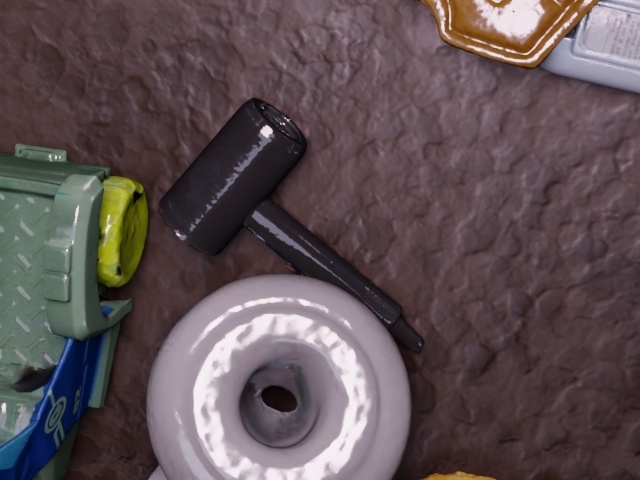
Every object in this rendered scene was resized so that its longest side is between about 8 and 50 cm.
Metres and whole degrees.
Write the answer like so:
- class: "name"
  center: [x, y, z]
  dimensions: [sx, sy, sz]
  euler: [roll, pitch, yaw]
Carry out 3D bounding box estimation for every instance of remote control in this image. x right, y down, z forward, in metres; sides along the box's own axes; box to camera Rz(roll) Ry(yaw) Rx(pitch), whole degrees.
- class: "remote control"
  center: [0.273, -0.151, 0.961]
  dimensions: [0.244, 0.047, 0.087]
  euler: [14, 102, 6]

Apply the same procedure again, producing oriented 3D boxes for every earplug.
- class: "earplug"
  center: [-0.049, 0.186, 1.035]
  dimensions: [0.214, 0.175, 0.325]
  euler: [16, 109, -2]

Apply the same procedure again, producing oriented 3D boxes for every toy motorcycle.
- class: "toy motorcycle"
  center: [-0.268, 0.090, 1.048]
  dimensions: [0.191, 0.200, 0.326]
  euler: [7, 103, 8]

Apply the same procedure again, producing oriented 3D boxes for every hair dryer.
- class: "hair dryer"
  center: [0.000, 0.000, 1.052]
  dimensions: [0.255, 0.070, 0.128]
  euler: [37, 107, -8]

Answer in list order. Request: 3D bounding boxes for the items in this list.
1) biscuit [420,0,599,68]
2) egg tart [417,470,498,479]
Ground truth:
- class: "biscuit"
  center: [0.129, -0.246, 0.945]
  dimensions: [0.182, 0.034, 0.215]
  euler: [-46, 78, 7]
- class: "egg tart"
  center: [0.146, 0.373, 1.066]
  dimensions: [0.351, 0.153, 0.339]
  euler: [24, 111, 6]
